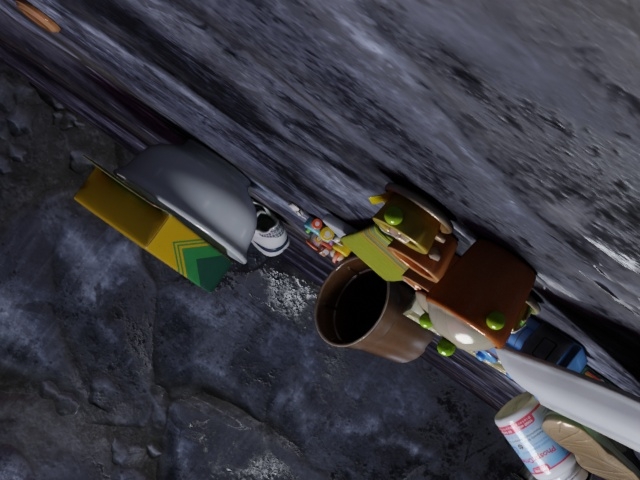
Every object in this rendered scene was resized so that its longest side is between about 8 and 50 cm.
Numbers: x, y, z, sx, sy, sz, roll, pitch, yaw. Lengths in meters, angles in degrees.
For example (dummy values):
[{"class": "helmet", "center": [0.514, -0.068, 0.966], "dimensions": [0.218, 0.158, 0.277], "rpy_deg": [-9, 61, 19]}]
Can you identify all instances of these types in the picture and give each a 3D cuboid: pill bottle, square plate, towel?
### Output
[{"class": "pill bottle", "center": [0.358, 0.327, 1.970], "dimensions": [0.160, 0.087, 0.087], "rpy_deg": [54, 174, -4]}, {"class": "square plate", "center": [0.398, 0.227, 1.316], "dimensions": [0.344, 0.049, 0.347], "rpy_deg": [28, 176, -33]}, {"class": "towel", "center": [0.092, 0.017, 1.761], "dimensions": [0.102, 0.021, 0.237], "rpy_deg": [43, 170, -5]}]

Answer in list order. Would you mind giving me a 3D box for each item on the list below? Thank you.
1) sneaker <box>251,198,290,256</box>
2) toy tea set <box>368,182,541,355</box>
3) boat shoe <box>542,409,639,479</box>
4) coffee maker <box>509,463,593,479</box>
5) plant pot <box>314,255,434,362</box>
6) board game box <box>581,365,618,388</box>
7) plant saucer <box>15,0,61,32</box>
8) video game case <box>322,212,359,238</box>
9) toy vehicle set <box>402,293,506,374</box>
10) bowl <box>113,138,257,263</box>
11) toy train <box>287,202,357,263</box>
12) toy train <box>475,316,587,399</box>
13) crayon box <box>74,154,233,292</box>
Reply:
[{"class": "sneaker", "center": [-0.163, -0.062, 2.550], "dimensions": [0.235, 0.090, 0.095], "rpy_deg": [29, 160, 22]}, {"class": "toy tea set", "center": [0.139, 0.063, 1.380], "dimensions": [0.200, 0.124, 0.336], "rpy_deg": [33, 175, 18]}, {"class": "boat shoe", "center": [0.433, 0.299, 1.886], "dimensions": [0.103, 0.092, 0.285], "rpy_deg": [5, 155, 42]}, {"class": "coffee maker", "center": [0.420, 0.367, 2.101], "dimensions": [0.120, 0.178, 0.171], "rpy_deg": [37, 174, 10]}, {"class": "plant pot", "center": [0.104, 0.132, 2.142], "dimensions": [0.165, 0.167, 0.167], "rpy_deg": [30, 180, -42]}, {"class": "board game box", "center": [0.445, 0.251, 1.709], "dimensions": [0.260, 0.030, 0.136], "rpy_deg": [35, 177, -2]}, {"class": "plant saucer", "center": [-0.452, -0.357, 1.955], "dimensions": [0.083, 0.013, 0.083], "rpy_deg": [34, 175, 3]}, {"class": "video game case", "center": [0.090, 0.022, 1.918], "dimensions": [0.157, 0.019, 0.143], "rpy_deg": [31, 174, 31]}, {"class": "toy vehicle set", "center": [0.260, 0.167, 1.975], "dimensions": [0.267, 0.035, 0.166], "rpy_deg": [31, 175, 1]}, {"class": "bowl", "center": [-0.221, -0.092, 2.248], "dimensions": [0.298, 0.134, 0.298], "rpy_deg": [35, 175, 4]}, {"class": "toy train", "center": [0.000, 0.000, 2.164], "dimensions": [0.125, 0.046, 0.166], "rpy_deg": [30, 174, 40]}, {"class": "toy train", "center": [0.260, 0.136, 1.580], "dimensions": [0.184, 0.080, 0.105], "rpy_deg": [34, 167, 31]}, {"class": "crayon box", "center": [-0.316, -0.027, 2.264], "dimensions": [0.202, 0.081, 0.318], "rpy_deg": [33, 174, 30]}]
